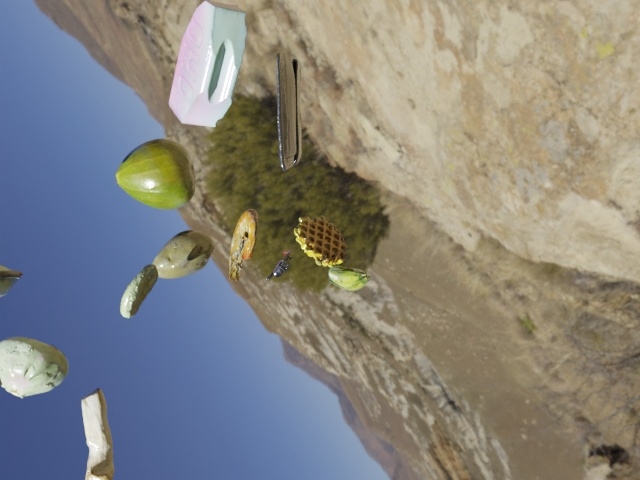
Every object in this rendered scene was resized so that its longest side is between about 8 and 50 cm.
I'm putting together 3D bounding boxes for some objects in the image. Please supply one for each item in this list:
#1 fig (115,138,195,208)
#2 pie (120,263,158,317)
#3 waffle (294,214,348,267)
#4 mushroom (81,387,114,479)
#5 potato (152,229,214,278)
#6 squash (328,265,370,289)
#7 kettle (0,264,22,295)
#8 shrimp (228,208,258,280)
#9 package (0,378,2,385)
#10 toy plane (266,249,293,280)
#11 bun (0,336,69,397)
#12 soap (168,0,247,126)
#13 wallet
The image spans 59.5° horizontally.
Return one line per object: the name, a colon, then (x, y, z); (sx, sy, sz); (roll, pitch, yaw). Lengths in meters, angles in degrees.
fig: (-0.672, -0.265, 2.288); (0.316, 0.316, 0.316); (59, 178, 4)
pie: (-0.555, 0.153, 1.719); (0.041, 0.187, 0.187); (26, 178, -1)
waffle: (0.000, 0.000, 2.252); (0.238, 0.059, 0.243); (-24, -104, -49)
mushroom: (-0.466, 0.412, 1.169); (0.054, 0.059, 0.202); (88, 175, -80)
potato: (-0.495, 0.051, 2.020); (0.160, 0.235, 0.178); (52, 159, 8)
squash: (0.115, 0.150, 2.173); (0.094, 0.094, 0.341); (60, 161, -12)
kettle: (-1.350, 0.164, 2.247); (0.255, 0.240, 0.165); (21, -125, -82)
shrimp: (-0.252, 0.016, 1.840); (0.068, 0.249, 0.150); (11, -170, -24)
package: (-0.744, 0.306, 1.195); (0.110, 0.015, 0.037); (-3, -141, -42)
toy plane: (-0.135, 0.083, 1.973); (0.037, 0.145, 0.060); (42, 144, -15)
bun: (-1.142, 0.511, 2.179); (0.293, 0.293, 0.187); (62, -156, -45)
soap: (-0.298, -0.467, 1.486); (0.193, 0.109, 0.324); (49, 128, 39)
wallet: (-0.067, -0.283, 1.257); (0.323, 0.041, 0.247); (-65, -23, -74)
